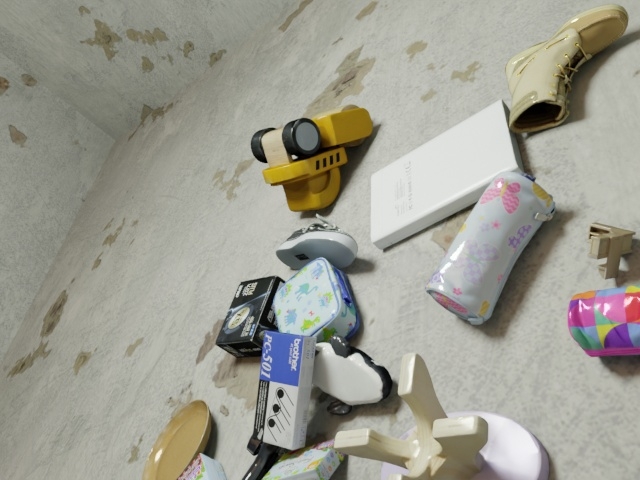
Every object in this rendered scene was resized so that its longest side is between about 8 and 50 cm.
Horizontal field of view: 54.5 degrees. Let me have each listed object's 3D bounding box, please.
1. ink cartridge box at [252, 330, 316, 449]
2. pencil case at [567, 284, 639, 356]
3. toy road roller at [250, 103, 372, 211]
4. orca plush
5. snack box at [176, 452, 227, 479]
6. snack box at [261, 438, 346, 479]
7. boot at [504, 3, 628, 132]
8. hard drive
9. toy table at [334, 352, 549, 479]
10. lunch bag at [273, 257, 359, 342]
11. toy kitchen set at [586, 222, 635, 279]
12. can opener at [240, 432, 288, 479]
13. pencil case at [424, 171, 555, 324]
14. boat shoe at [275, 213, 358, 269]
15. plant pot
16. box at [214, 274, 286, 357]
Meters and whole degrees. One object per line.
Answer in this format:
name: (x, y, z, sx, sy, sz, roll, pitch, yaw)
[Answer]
ink cartridge box: (-0.069, 0.281, 1.181, 0.097, 0.046, 0.207, 3, 83, 34)
pencil case: (0.456, 0.105, 0.826, 0.236, 0.104, 0.104, -14, 46, 45)
toy road roller: (-0.010, -0.218, 1.689, 0.329, 0.241, 0.202, -25, 14, -37)
orca plush: (0.033, 0.257, 1.221, 0.287, 0.102, 0.151, -17, 84, 41)
snack box: (-0.270, 0.572, 1.260, 0.207, 0.070, 0.174, -49, 31, 3)
snack box: (-0.032, 0.411, 1.119, 0.141, 0.037, 0.100, -28, 3, 31)
boot: (0.491, -0.337, 1.241, 0.262, 0.095, 0.203, -24, 40, 38)
hard drive: (0.264, -0.143, 1.367, 0.353, 0.047, 0.233, -29, 37, 31)
toy table: (0.166, 0.310, 0.911, 0.274, 0.161, 0.252, -31, 36, 30)
lunch bag: (-0.009, 0.151, 1.356, 0.176, 0.090, 0.219, -42, 33, 15)
toy kitchen set: (0.434, 0.016, 0.977, 0.075, 0.083, 0.068, 26, 120, 58)
can opener: (-0.123, 0.448, 1.215, 0.073, 0.059, 0.186, 11, 63, 36)
pencil case: (0.301, 0.013, 1.099, 0.124, 0.113, 0.273, 32, 80, 14)
boat shoe: (0.003, 0.003, 1.481, 0.105, 0.113, 0.306, -57, 16, -22)
plant pot: (-0.325, 0.480, 1.433, 0.236, 0.032, 0.236, -40, 25, 23)
box: (-0.156, 0.186, 1.513, 0.147, 0.077, 0.180, -13, 47, 45)
